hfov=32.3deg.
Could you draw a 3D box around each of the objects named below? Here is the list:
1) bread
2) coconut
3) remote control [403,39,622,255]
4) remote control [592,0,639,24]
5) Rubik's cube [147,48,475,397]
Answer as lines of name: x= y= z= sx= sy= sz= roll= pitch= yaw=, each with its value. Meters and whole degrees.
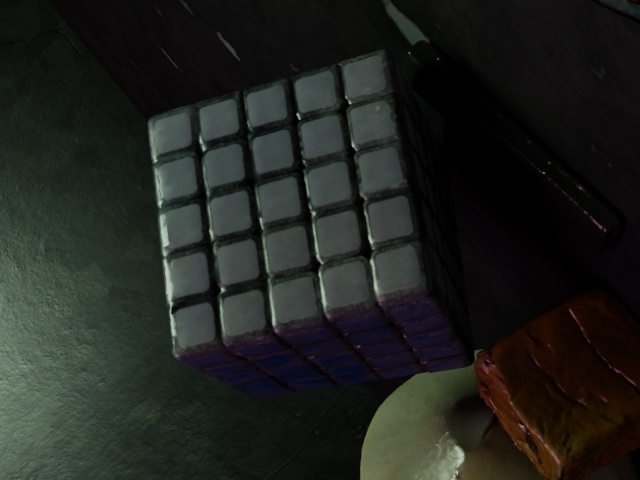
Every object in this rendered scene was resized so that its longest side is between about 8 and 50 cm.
bread: x=0.240 y=0.143 z=1.041 sx=0.149 sy=0.143 sz=0.158 roll=55 pitch=171 yaw=19
coconut: x=0.197 y=0.273 z=1.229 sx=0.323 sy=0.323 sz=0.323 roll=49 pitch=168 yaw=13
remote control: x=0.161 y=-0.081 z=0.947 sx=0.245 sy=0.025 sz=0.063 roll=46 pitch=164 yaw=22
remote control: x=0.231 y=-0.110 z=0.428 sx=0.399 sy=0.062 sz=0.144 roll=43 pitch=147 yaw=44
Rubik's cube: x=0.000 y=0.000 z=1.013 sx=0.237 sy=0.237 sz=0.238 roll=49 pitch=-150 yaw=-66
